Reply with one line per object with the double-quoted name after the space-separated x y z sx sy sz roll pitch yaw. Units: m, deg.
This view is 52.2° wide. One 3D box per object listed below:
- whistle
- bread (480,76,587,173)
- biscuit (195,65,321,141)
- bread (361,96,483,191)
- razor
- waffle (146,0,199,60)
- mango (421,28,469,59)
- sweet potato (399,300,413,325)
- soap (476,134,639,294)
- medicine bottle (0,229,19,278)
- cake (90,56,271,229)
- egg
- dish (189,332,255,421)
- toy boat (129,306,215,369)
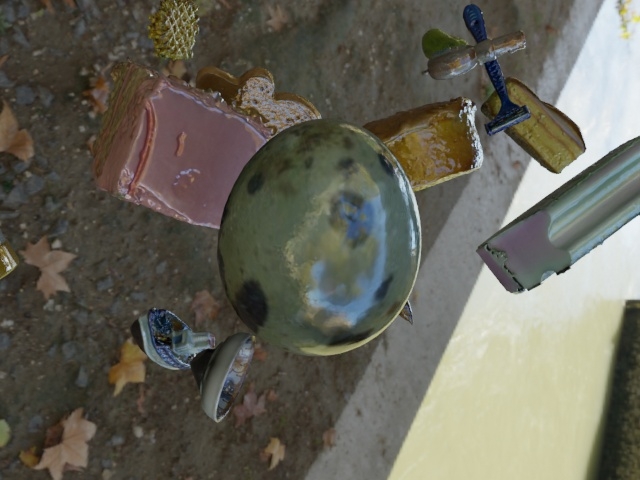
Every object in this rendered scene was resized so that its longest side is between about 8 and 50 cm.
0.318 -0.392 1.377 0.107 0.220 0.057 -72 144 -59 "whistle"
0.485 -0.267 1.497 0.234 0.110 0.184 42 14 1 "bread"
-0.161 -0.304 1.646 0.355 0.275 0.052 16 39 -16 "biscuit"
0.244 -0.235 1.716 0.398 0.398 0.215 -19 91 -53 "bread"
0.364 -0.371 1.398 0.056 0.093 0.323 23 49 -51 "razor"
-0.430 -0.630 1.917 0.193 0.070 0.197 -35 139 -58 "waffle"
0.300 -0.468 1.592 0.091 0.165 0.074 20 106 -25 "mango"
0.177 0.098 1.704 0.067 0.067 0.273 -10 73 -53 "sweet potato"
0.608 -0.055 1.571 0.446 0.261 0.156 -35 86 -9 "soap"
-0.800 0.004 1.371 0.238 0.238 0.231 -42 116 -47 "medicine bottle"
-0.311 -0.200 1.423 0.314 0.307 0.293 15 101 -35 "cake"
0.000 0.000 1.103 0.345 0.345 0.427 -50 160 -43 "egg"
-0.161 0.194 0.991 0.141 0.078 0.141 21 90 -82 "dish"
-0.332 0.225 1.513 0.262 0.115 0.114 46 29 -50 "toy boat"
